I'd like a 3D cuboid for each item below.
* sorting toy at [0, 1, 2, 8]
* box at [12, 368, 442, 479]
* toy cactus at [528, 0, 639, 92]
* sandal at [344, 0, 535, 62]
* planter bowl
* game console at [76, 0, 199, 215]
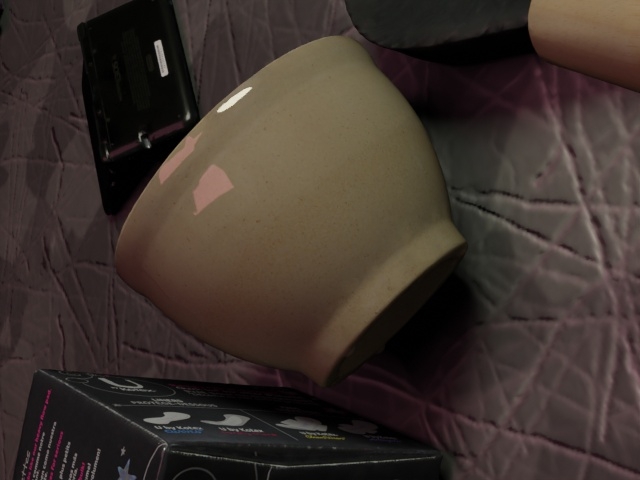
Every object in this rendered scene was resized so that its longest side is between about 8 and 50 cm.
[{"bbox_3d":[-0.318,-0.227,0.978,0.102,0.061,0.042,23,65,41],"label":"sorting toy"},{"bbox_3d":[-0.064,0.199,0.519,0.142,0.163,0.247,14,93,52],"label":"box"},{"bbox_3d":[0.146,-0.068,0.313,0.180,0.112,0.219,19,131,50],"label":"toy cactus"},{"bbox_3d":[0.152,-0.159,0.390,0.446,0.107,0.167,-10,74,47],"label":"sandal"},{"bbox_3d":[0.000,0.000,0.511,0.109,0.162,0.162,45,119,12],"label":"planter bowl"},{"bbox_3d":[-0.133,-0.098,0.768,0.107,0.071,0.122,-22,64,11],"label":"game console"}]
